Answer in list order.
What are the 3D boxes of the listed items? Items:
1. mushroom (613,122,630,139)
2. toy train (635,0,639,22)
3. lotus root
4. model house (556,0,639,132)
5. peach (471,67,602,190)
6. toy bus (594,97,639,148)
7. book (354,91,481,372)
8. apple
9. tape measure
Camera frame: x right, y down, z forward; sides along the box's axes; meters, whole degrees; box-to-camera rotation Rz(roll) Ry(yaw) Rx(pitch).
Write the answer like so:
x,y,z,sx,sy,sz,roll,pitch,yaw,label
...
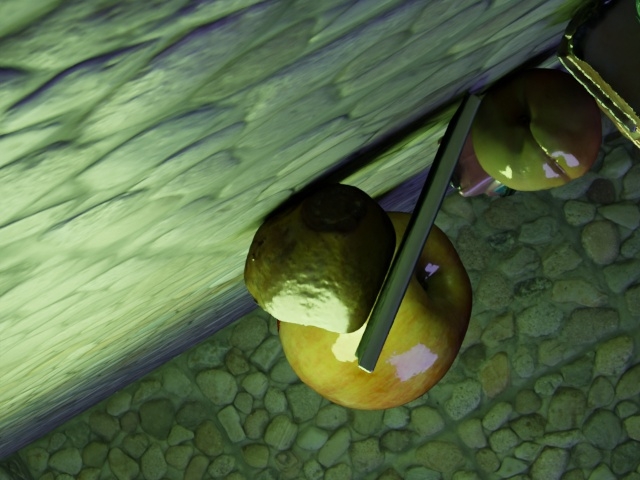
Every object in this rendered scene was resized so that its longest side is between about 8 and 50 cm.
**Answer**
x,y,z,sx,sy,sz,roll,pitch,yaw,label
0.585,-0.281,1.885,0.255,0.184,0.255,-23,142,-19,mushroom
0.451,-0.202,1.128,0.194,0.298,0.120,-30,-160,-12,toy train
0.000,-0.001,1.480,0.180,0.199,0.188,94,11,-56,lotus root
0.373,-0.235,1.258,0.183,0.166,0.172,-46,-171,7,model house
0.302,-0.152,1.530,0.184,0.184,0.184,-30,176,-2,peach
0.497,-0.229,1.596,0.194,0.232,0.287,-34,174,12,toy bus
0.129,-0.004,1.507,0.264,0.031,0.379,83,29,-86,book
0.116,0.131,2.192,0.391,0.391,0.346,-27,176,-41,apple
0.332,-0.167,1.805,0.231,0.149,0.245,-29,170,22,tape measure
